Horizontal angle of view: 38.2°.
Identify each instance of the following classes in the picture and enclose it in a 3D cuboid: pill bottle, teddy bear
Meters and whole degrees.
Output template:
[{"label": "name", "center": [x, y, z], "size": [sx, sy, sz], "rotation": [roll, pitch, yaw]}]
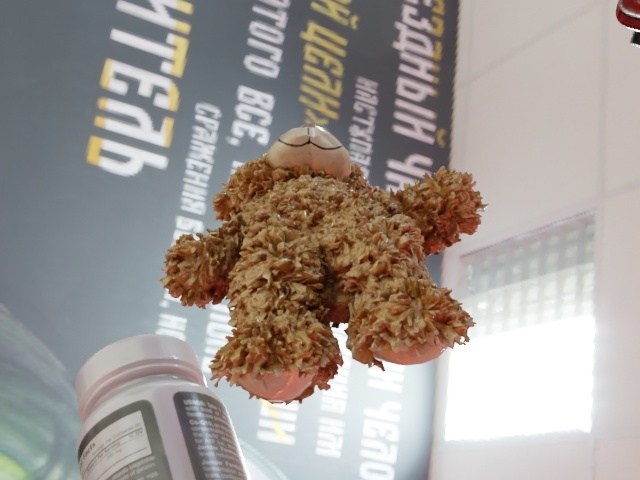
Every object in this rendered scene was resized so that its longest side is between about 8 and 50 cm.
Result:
[{"label": "pill bottle", "center": [-0.152, 0.244, 0.921], "size": [0.161, 0.161, 0.283], "rotation": [-57, -139, 32]}, {"label": "teddy bear", "center": [0.000, 0.000, 0.701], "size": [0.245, 0.113, 0.338], "rotation": [-11, -153, 18]}]

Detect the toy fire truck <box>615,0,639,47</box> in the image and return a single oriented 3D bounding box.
[{"label": "toy fire truck", "center": [0.305, -0.152, 0.626], "size": [0.217, 0.246, 0.158], "rotation": [22, -75, 22]}]
